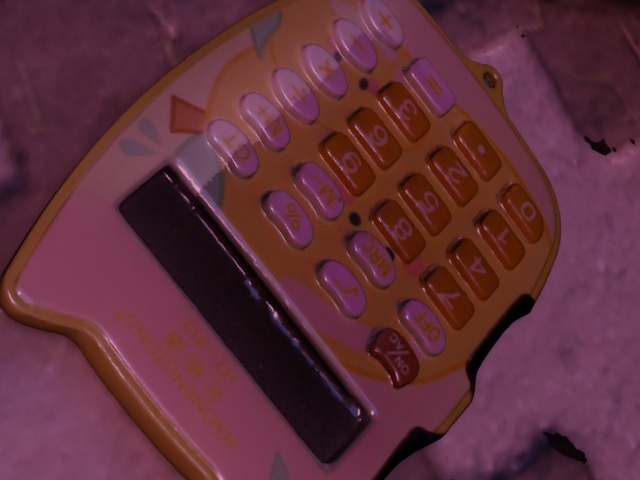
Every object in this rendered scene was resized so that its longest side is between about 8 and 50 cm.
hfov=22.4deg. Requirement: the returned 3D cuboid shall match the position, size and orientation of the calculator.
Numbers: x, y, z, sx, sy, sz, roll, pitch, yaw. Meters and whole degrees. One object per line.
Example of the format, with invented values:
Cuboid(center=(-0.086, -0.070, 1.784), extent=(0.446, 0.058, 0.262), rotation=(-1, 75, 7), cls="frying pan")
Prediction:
Cuboid(center=(0.000, 0.000, 0.566), extent=(0.157, 0.033, 0.236), rotation=(52, 52, -6), cls="calculator")
